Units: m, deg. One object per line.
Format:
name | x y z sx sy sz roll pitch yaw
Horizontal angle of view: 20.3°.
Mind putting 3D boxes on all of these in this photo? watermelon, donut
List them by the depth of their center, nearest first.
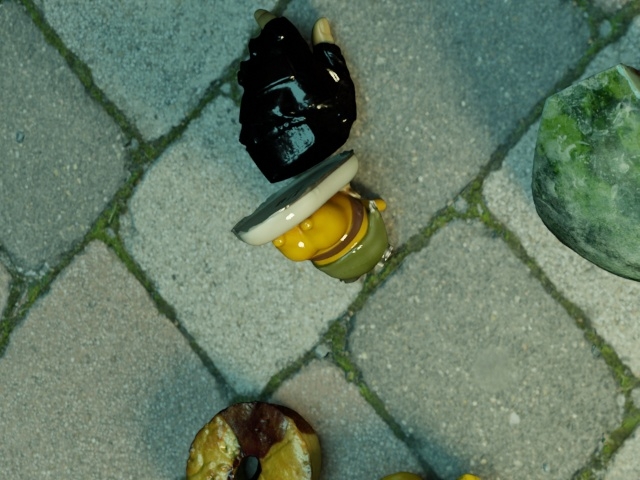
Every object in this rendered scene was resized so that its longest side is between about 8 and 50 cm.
watermelon | 0.353 -0.071 1.925 0.320 0.214 0.289 30 149 -13
donut | -0.075 0.278 2.193 0.166 0.073 0.184 48 114 18

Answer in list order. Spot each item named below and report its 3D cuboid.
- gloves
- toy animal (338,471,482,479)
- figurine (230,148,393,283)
gloves | -0.042 -0.188 2.135 0.164 0.124 0.203 -31 77 2
toy animal | 0.130 0.339 2.046 0.229 0.156 0.156 -7 89 26
figurine | 0.000 0.000 2.068 0.166 0.250 0.141 -29 97 24
